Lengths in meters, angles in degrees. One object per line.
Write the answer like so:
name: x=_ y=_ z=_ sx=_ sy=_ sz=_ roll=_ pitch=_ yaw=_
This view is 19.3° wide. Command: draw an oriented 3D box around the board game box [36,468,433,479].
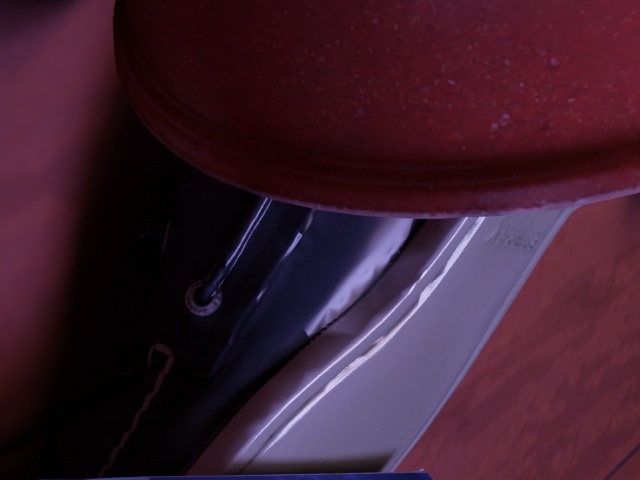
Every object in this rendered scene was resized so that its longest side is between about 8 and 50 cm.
board game box: x=-0.050 y=0.129 z=0.579 sx=0.136 sy=0.035 sz=0.201 roll=-49 pitch=152 yaw=18

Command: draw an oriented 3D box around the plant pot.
plant pot: x=0.034 y=-0.192 z=0.478 sx=0.272 sy=0.272 sz=0.265 roll=-56 pitch=140 yaw=-39

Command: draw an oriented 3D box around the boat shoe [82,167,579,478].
boat shoe: x=-0.001 y=-0.001 z=0.635 sx=0.340 sy=0.113 sz=0.127 roll=-54 pitch=156 yaw=10
